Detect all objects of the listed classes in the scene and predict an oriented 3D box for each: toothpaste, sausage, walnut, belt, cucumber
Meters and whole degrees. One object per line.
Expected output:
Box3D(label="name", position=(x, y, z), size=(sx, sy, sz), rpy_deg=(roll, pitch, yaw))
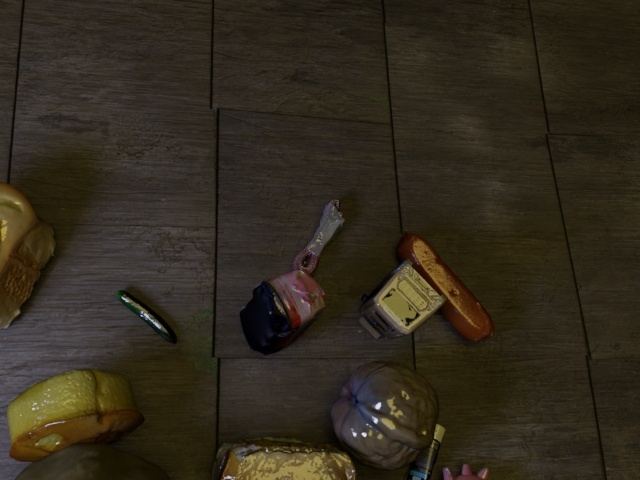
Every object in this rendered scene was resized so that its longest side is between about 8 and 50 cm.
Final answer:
Box3D(label="toothpaste", position=(0.246, 0.535, 1.776), size=(0.045, 0.071, 0.194), rpy_deg=(46, 58, -35))
Box3D(label="sausage", position=(0.316, 0.125, 1.907), size=(0.094, 0.097, 0.348), rpy_deg=(-38, 84, -29))
Box3D(label="walnut", position=(0.155, 0.405, 1.706), size=(0.248, 0.248, 0.249), rpy_deg=(4, 71, -13))
Box3D(label="belt", position=(0.000, 0.000, 1.895), size=(0.071, 0.053, 0.232), rpy_deg=(27, 67, 4))
Box3D(label="cucumber", position=(-0.407, 0.178, 1.744), size=(0.184, 0.033, 0.036), rpy_deg=(39, 49, -1))

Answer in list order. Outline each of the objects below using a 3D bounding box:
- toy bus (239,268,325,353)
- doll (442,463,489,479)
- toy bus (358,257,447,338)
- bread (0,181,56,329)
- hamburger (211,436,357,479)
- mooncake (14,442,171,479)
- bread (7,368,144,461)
Box3D(label="toy bus", position=(-0.090, 0.164, 1.685), size=(0.147, 0.303, 0.128), rpy_deg=(-23, 76, -24))
Box3D(label="doll", position=(0.338, 0.638, 1.741), size=(0.261, 0.093, 0.211), rpy_deg=(-2, 70, -9))
Box3D(label="toy bus", position=(0.185, 0.154, 1.768), size=(0.157, 0.289, 0.139), rpy_deg=(-43, 88, -10))
Box3D(label="bread", position=(-0.745, 0.030, 1.594), size=(0.211, 0.270, 0.316), rpy_deg=(19, 74, 8))
Box3D(label="hamburger", position=(-0.083, 0.568, 1.607), size=(0.317, 0.195, 0.277), rpy_deg=(9, 72, -9))
Box3D(label="mooncake", position=(-0.451, 0.592, 1.416), size=(0.378, 0.201, 0.379), rpy_deg=(-3, 107, -9))
Box3D(label="bread", position=(-0.508, 0.370, 1.532), size=(0.269, 0.270, 0.148), rpy_deg=(-12, 66, -17))
